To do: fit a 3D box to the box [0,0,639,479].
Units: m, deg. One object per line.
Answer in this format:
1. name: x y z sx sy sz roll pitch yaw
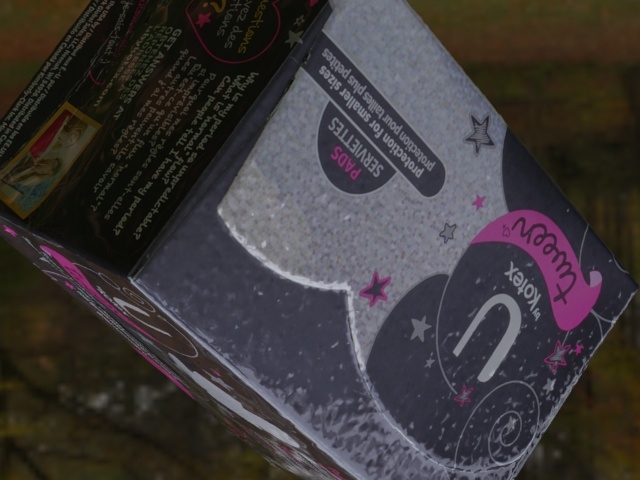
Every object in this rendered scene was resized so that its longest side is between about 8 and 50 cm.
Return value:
1. box: 0.000 0.000 0.801 0.142 0.163 0.247 23 163 46
